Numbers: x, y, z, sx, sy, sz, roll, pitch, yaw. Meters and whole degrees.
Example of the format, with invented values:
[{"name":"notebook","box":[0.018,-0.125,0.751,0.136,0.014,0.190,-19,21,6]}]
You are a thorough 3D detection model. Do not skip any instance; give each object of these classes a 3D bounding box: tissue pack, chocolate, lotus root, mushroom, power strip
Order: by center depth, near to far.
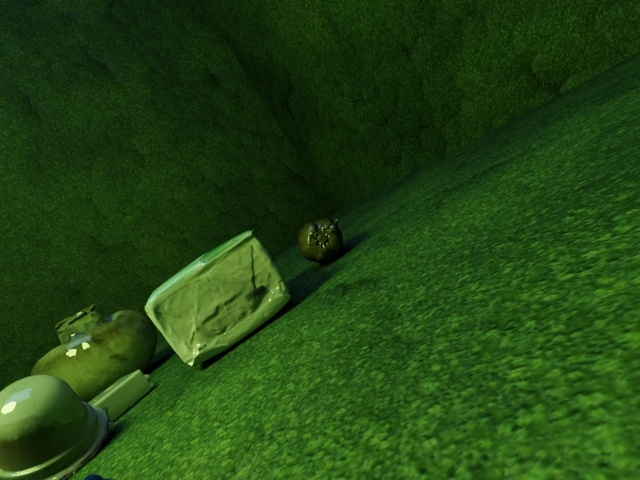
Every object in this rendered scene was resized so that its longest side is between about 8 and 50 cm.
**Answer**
[{"name":"chocolate","box":[-0.486,0.306,0.804,0.221,0.147,0.221,-17,18,6]},{"name":"power strip","box":[-0.476,0.371,0.976,0.098,0.058,0.338,-30,5,34]},{"name":"tissue pack","box":[-0.228,0.121,1.094,0.266,0.194,0.356,-35,4,-11]},{"name":"lotus root","box":[0.000,0.000,1.319,0.124,0.123,0.241,-4,1,-1]},{"name":"mushroom","box":[-0.650,0.328,1.379,0.352,0.260,0.352,-28,8,4]}]

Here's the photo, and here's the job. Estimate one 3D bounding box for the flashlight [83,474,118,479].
[{"name":"flashlight","box":[-0.210,0.264,0.442,0.121,0.057,0.035,-138,70,-79]}]
